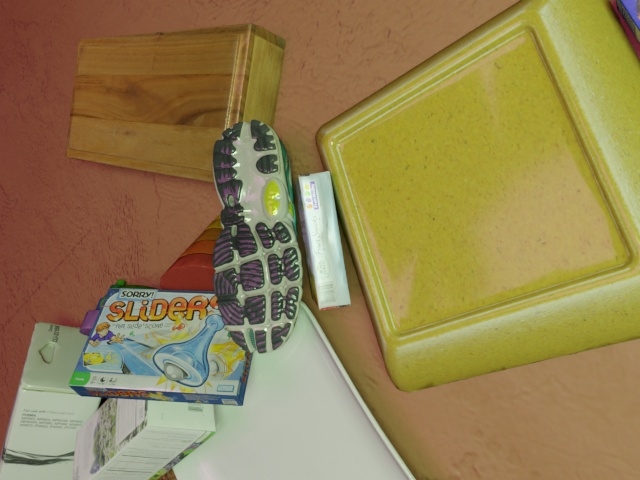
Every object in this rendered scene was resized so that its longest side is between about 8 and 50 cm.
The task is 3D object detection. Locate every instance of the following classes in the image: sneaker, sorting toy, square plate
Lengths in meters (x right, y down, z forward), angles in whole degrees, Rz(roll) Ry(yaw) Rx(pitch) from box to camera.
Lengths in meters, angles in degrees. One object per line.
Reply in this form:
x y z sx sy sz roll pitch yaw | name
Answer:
-0.059 -0.006 0.612 0.107 0.110 0.275 -5 78 17 | sneaker
-0.233 0.057 0.764 0.366 0.127 0.126 -23 46 36 | sorting toy
-0.029 0.307 0.619 0.344 0.049 0.347 -47 63 25 | square plate

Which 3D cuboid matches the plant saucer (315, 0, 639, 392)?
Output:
0.142 -0.043 0.486 0.333 0.081 0.332 -26 74 33 | plant saucer

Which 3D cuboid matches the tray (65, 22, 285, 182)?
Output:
-0.245 -0.204 0.777 0.411 0.076 0.202 13 96 35 | tray

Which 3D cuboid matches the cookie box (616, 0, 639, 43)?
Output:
0.301 -0.177 0.397 0.092 0.040 0.107 -31 72 31 | cookie box

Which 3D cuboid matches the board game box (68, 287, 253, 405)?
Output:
-0.182 0.126 0.625 0.201 0.035 0.136 0 51 7 | board game box

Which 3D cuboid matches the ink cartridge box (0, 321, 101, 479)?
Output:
-0.447 0.301 0.840 0.197 0.114 0.272 45 118 60 | ink cartridge box

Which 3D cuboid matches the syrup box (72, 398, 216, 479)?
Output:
-0.244 0.261 0.694 0.237 0.096 0.093 -45 42 30 | syrup box

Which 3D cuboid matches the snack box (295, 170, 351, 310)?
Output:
0.000 0.000 0.567 0.037 0.100 0.141 -9 92 -6 | snack box
